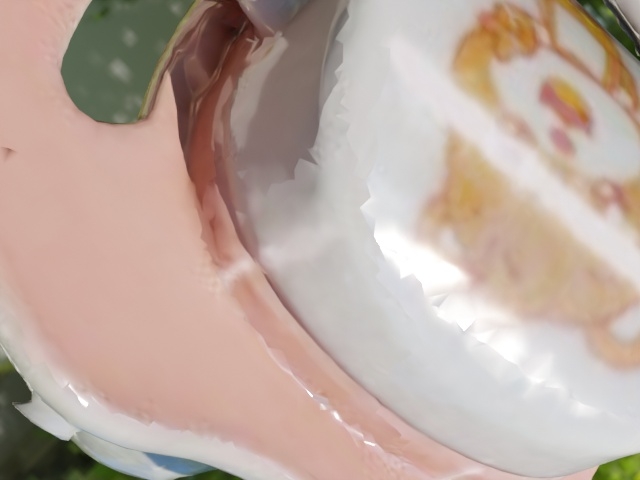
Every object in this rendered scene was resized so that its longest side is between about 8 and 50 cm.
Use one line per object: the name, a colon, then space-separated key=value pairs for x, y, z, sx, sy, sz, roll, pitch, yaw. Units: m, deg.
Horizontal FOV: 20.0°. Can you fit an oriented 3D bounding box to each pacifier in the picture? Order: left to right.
pacifier: x=0.013 y=0.004 z=0.564 sx=0.273 sy=0.332 sz=0.220 roll=-45 pitch=-157 yaw=15
